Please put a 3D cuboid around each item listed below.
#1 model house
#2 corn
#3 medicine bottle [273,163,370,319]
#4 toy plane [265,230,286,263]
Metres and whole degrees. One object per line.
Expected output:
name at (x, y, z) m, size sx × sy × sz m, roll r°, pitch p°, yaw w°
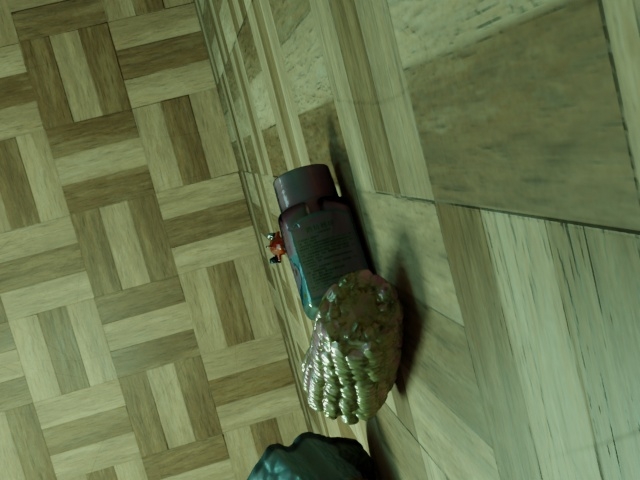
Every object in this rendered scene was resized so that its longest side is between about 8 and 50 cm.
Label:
model house at (0.024, 0.565, 1.437) m, size 0.297 × 0.360 × 0.339 m, roll 32°, pitch -177°, yaw -44°
corn at (0.043, 0.133, 1.022) m, size 0.335 × 0.126 × 0.127 m, roll 101°, pitch 153°, yaw -66°
medicine bottle at (0.000, 0.000, 1.115) m, size 0.119 × 0.094 × 0.188 m, roll 99°, pitch 154°, yaw -76°
toy plane at (-0.076, 0.005, 1.814) m, size 0.194 × 0.077 × 0.126 m, roll -98°, pitch 4°, yaw -73°
